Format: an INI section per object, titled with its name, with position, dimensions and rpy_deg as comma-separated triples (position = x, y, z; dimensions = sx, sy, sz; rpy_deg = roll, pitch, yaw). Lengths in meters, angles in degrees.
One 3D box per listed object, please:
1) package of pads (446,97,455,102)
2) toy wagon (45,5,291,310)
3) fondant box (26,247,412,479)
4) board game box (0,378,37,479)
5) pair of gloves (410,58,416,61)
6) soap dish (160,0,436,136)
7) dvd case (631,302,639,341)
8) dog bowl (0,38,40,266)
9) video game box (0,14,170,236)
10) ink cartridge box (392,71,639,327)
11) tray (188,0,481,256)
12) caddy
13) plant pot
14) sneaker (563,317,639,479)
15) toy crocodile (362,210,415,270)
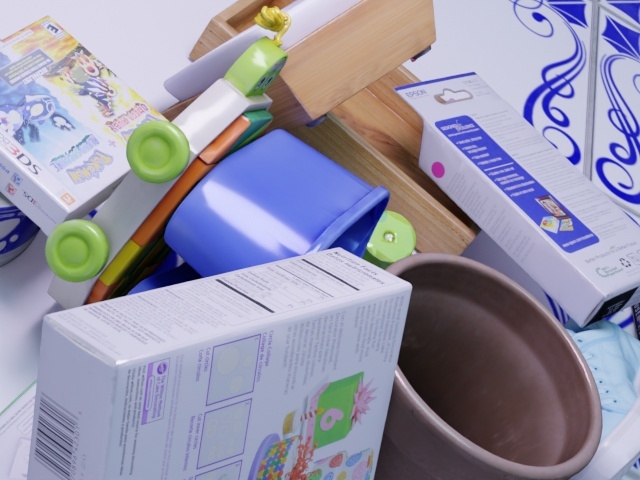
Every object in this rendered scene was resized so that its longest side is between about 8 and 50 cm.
[package of pads]
position = 0.184, -0.150, 2.099
dimensions = 0.083, 0.032, 0.050
rpy_deg = 48, 42, 12
[toy wagon]
position = -0.130, -0.074, 1.503
dimensions = 0.068, 0.344, 0.267
rpy_deg = 41, 11, 3
[fondant box]
position = -0.082, 0.154, 1.298
dimensions = 0.330, 0.238, 0.096
rpy_deg = -12, 30, -44
[board game box]
position = -0.158, 0.253, 1.390
dimensions = 0.316, 0.064, 0.242
rpy_deg = 40, 38, 3
[pair of gloves]
position = 0.052, -0.293, 2.066
dimensions = 0.159, 0.023, 0.198
rpy_deg = 37, 7, -25
[soap dish]
position = -0.024, -0.197, 1.730
dimensions = 0.229, 0.291, 0.118
rpy_deg = -36, 101, -28
[dvd case]
position = 0.488, 0.142, 2.048
dimensions = 0.179, 0.029, 0.238
rpy_deg = 22, 41, -20
[dog bowl]
position = -0.378, -0.099, 1.540
dimensions = 0.265, 0.104, 0.265
rpy_deg = 21, 41, -20
[video game box]
position = -0.263, -0.115, 1.526
dimensions = 0.187, 0.048, 0.205
rpy_deg = 43, 38, 2
[ink cartridge box]
position = 0.248, -0.058, 1.895
dimensions = 0.176, 0.069, 0.371
rpy_deg = -17, 58, -47
[tray]
position = 0.052, -0.156, 1.967
dimensions = 0.411, 0.076, 0.203
rpy_deg = 41, 38, 2
[caddy]
position = -0.048, 0.038, 1.536
dimensions = 0.179, 0.241, 0.341
rpy_deg = 37, 24, 6
[plant pot]
position = 0.108, 0.179, 1.543
dimensions = 0.263, 0.229, 0.263
rpy_deg = 21, 41, -20
[sneaker]
position = 0.290, 0.178, 1.754
dimensions = 0.150, 0.135, 0.366
rpy_deg = 36, 17, 4
[toy crocodile]
position = 0.000, 0.000, 1.737
dimensions = 0.340, 0.115, 0.105
rpy_deg = 31, 63, -7
